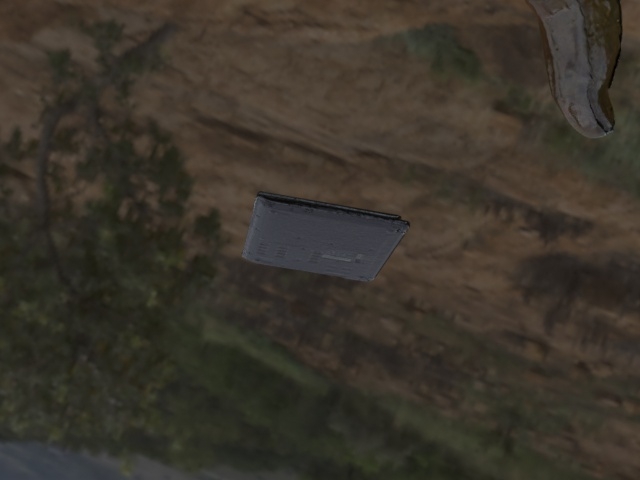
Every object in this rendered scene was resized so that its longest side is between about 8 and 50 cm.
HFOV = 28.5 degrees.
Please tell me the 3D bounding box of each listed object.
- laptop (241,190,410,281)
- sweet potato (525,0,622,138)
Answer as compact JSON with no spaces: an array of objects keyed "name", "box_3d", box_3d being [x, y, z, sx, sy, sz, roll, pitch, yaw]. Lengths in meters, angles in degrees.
[{"name":"laptop","box_3d":[0.000,0.000,1.101,0.129,0.016,0.180,9,162,-5]},{"name":"sweet potato","box_3d":[0.130,-0.168,0.771,0.233,0.081,0.062,51,162,-29]}]
